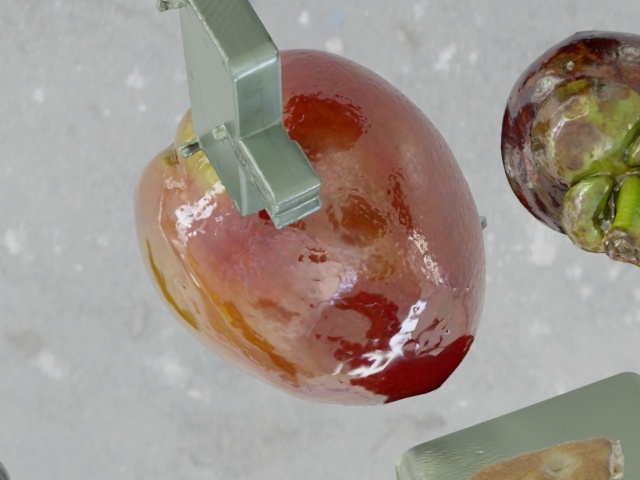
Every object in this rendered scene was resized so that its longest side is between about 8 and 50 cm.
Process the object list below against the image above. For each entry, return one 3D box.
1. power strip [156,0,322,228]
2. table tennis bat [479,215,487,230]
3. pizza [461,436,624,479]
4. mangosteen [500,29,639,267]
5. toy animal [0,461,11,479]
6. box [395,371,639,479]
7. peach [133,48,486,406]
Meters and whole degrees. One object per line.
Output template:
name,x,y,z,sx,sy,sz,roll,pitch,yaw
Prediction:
power strip,-0.054,-0.078,1.190,0.061,0.145,0.215,-27,156,-12
table tennis bat,0.120,0.009,1.885,0.131,0.234,0.022,-31,95,-6
pizza,0.177,0.247,1.523,0.134,0.271,0.056,20,127,45
mangosteen,0.203,-0.062,1.111,0.156,0.181,0.145,22,99,-15
toy animal,-0.460,0.198,1.864,0.106,0.343,0.168,-40,145,-8
box,0.300,0.360,1.945,0.352,0.344,0.177,-19,132,-8
peach,0.000,0.000,1.464,0.308,0.308,0.332,-37,102,28
